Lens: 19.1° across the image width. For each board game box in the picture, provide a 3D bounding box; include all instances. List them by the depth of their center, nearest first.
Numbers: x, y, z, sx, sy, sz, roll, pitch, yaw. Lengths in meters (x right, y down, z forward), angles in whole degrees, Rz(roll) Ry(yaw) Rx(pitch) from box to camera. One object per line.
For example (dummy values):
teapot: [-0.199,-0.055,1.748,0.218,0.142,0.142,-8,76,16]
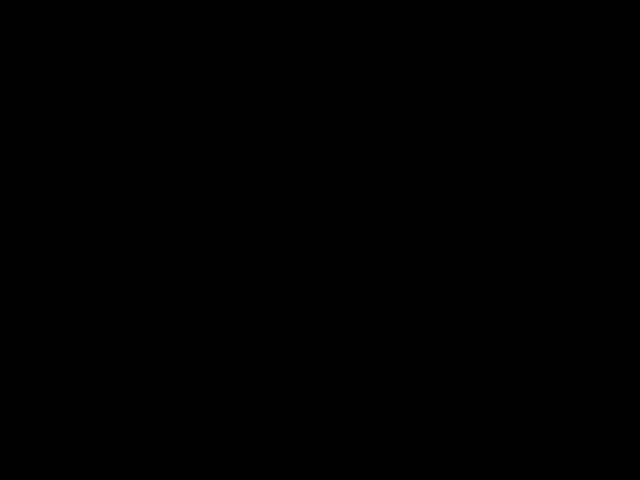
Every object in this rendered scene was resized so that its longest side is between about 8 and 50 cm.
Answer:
board game box: [0.000,0.000,0.221,0.356,0.356,0.356,47,-149,-26]
